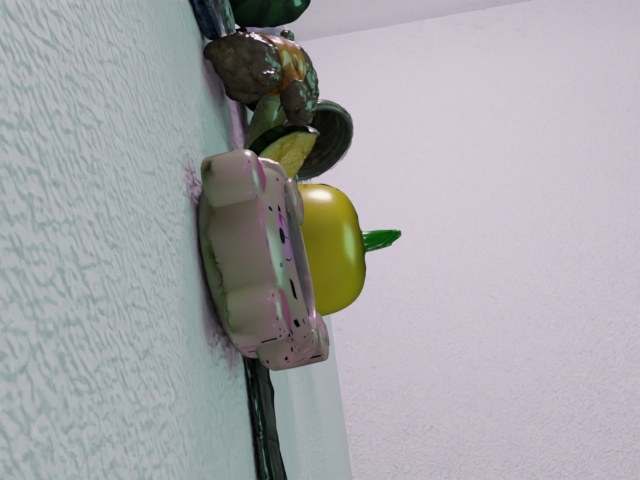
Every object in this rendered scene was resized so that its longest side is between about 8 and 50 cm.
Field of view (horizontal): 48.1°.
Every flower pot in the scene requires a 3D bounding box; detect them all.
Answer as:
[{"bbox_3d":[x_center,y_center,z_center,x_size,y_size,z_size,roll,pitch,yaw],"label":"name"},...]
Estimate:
[{"bbox_3d":[-0.046,-0.272,1.776,0.141,0.235,0.236,54,-16,40],"label":"flower pot"}]

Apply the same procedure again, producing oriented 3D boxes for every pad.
[{"bbox_3d":[-0.076,0.274,1.041,0.174,0.022,0.233,71,9,-72],"label":"pad"}]

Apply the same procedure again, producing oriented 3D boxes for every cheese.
[{"bbox_3d":[-0.172,-0.444,1.152,0.127,0.049,0.235,-97,175,-52],"label":"cheese"}]

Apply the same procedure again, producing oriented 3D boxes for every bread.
[{"bbox_3d":[-0.085,-0.258,1.350,0.286,0.056,0.208,-119,-129,-84],"label":"bread"}]

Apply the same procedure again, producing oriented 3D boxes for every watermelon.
[{"bbox_3d":[-0.091,-0.131,1.212,0.182,0.091,0.075,-60,-142,21],"label":"watermelon"}]

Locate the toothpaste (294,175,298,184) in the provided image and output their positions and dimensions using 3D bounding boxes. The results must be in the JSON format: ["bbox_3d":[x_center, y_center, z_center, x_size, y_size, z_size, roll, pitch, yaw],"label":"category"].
[{"bbox_3d":[-0.063,0.005,1.716,0.081,0.067,0.337,-68,148,-84],"label":"toothpaste"}]

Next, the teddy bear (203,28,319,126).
[{"bbox_3d":[-0.092,-0.267,1.119,0.190,0.177,0.140,-19,133,-66],"label":"teddy bear"}]

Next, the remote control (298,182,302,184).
[{"bbox_3d":[-0.073,-0.133,2.053,0.277,0.055,0.103,-96,176,-46],"label":"remote control"}]

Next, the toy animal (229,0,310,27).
[{"bbox_3d":[-0.113,-0.548,1.306,0.191,0.215,0.339,168,-84,-66],"label":"toy animal"}]

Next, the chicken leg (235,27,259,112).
[{"bbox_3d":[-0.140,-0.319,1.407,0.219,0.048,0.090,74,4,-66],"label":"chicken leg"}]

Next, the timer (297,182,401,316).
[{"bbox_3d":[0.024,0.013,1.385,0.285,0.285,0.286,-9,90,-87],"label":"timer"}]

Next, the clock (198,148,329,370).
[{"bbox_3d":[-0.072,0.029,0.947,0.309,0.114,0.284,61,19,-78],"label":"clock"}]

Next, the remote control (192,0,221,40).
[{"bbox_3d":[-0.176,-0.351,1.040,0.153,0.027,0.044,73,14,-59],"label":"remote control"}]

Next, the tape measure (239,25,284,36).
[{"bbox_3d":[-0.116,-0.387,1.536,0.178,0.105,0.196,-112,-175,-64],"label":"tape measure"}]
